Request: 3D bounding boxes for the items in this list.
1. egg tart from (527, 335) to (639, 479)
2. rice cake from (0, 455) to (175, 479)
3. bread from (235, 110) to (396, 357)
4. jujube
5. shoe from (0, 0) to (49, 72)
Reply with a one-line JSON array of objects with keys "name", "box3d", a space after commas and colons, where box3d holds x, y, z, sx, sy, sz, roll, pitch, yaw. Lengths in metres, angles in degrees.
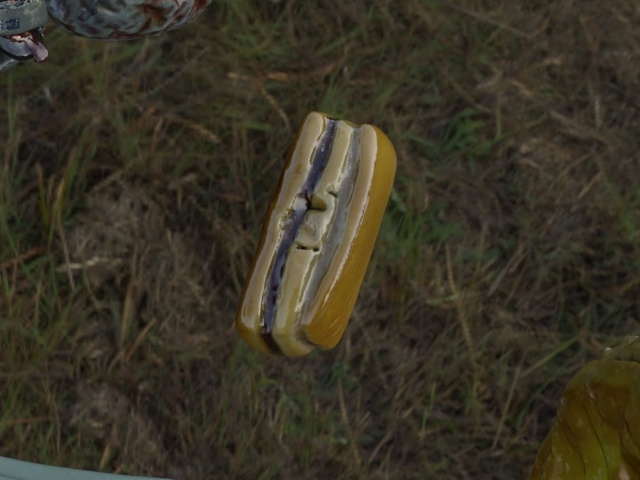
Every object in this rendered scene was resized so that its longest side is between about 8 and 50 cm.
[{"name": "egg tart", "box3d": [0.208, 0.227, 0.676, 0.150, 0.352, 0.352, 12, 54, -9]}, {"name": "rice cake", "box3d": [-0.176, 0.180, 0.755, 0.237, 0.127, 0.043, 18, 92, -32]}, {"name": "bread", "box3d": [0.000, 0.000, 0.907, 0.077, 0.116, 0.200, 16, 80, 12]}, {"name": "jujube", "box3d": [-0.247, -0.368, 1.473, 0.226, 0.226, 0.317, 30, 30, 9]}, {"name": "shoe", "box3d": [-0.260, -0.196, 0.891, 0.099, 0.227, 0.125, -19, 78, -39]}]
